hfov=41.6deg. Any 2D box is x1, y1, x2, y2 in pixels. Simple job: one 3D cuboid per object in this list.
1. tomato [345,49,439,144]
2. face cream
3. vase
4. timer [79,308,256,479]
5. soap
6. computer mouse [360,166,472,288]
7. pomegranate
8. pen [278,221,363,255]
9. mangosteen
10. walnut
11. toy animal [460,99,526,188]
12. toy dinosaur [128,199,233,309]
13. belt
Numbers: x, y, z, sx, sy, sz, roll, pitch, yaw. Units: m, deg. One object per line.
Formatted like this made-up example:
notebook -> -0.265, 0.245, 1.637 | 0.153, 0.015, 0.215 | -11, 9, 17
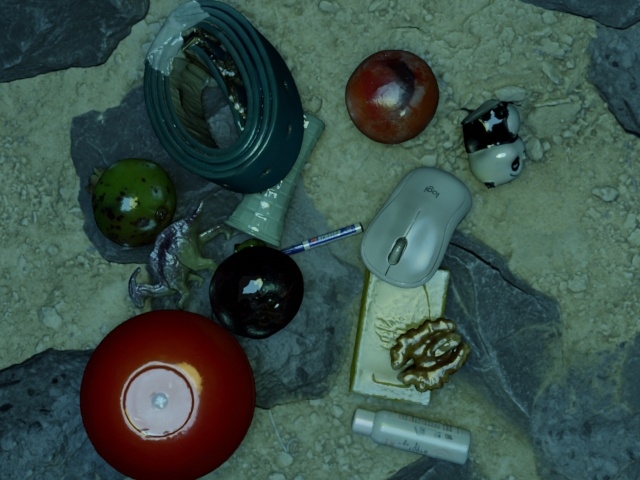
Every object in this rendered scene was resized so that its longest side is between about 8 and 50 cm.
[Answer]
tomato -> 0.158, -0.316, 1.849 | 0.208, 0.184, 0.208 | 0, 92, 4
face cream -> 0.202, 0.437, 1.907 | 0.268, 0.082, 0.082 | 13, 91, 4
vase -> -0.097, -0.149, 1.899 | 0.143, 0.143, 0.299 | 23, 88, 3
timer -> -0.330, 0.338, 1.837 | 0.377, 0.279, 0.378 | 0, 83, 1
soap -> 0.179, 0.202, 1.903 | 0.199, 0.091, 0.315 | 10, 92, 3
computer mouse -> 0.217, -0.040, 1.837 | 0.184, 0.121, 0.297 | 34, 68, 13
pomegranate -> -0.439, -0.095, 1.908 | 0.247, 0.202, 0.202 | 24, 93, 34
pen -> 0.000, 0.000, 1.943 | 0.204, 0.025, 0.025 | -18, 89, 4
mangosteen -> -0.150, 0.109, 1.878 | 0.216, 0.216, 0.216 | 0, 91, 4
walnut -> 0.235, 0.248, 1.822 | 0.170, 0.069, 0.143 | -29, 88, 2
toy animal -> 0.388, -0.214, 1.860 | 0.138, 0.166, 0.179 | -14, 102, 32
toy dinosaur -> -0.313, 0.048, 1.910 | 0.162, 0.077, 0.294 | 30, 93, -32
belt -> -0.216, -0.310, 1.831 | 0.300, 0.173, 0.437 | -31, 65, 14
